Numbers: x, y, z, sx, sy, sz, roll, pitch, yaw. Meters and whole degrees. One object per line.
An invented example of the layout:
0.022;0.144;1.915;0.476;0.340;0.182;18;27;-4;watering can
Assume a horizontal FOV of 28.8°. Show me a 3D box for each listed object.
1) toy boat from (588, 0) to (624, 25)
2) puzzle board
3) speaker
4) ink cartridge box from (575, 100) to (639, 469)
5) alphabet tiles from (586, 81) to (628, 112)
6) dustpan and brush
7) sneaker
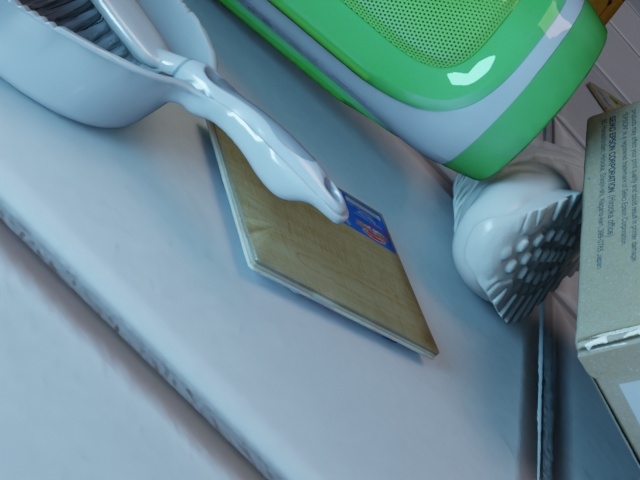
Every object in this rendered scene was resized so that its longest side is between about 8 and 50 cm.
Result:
0.140;-0.293;1.152;0.318;0.148;0.267;45;17;7;toy boat
0.000;0.000;0.585;0.128;0.011;0.096;30;29;-42;puzzle board
0.006;-0.166;0.664;0.296;0.131;0.131;39;24;-6;speaker
0.222;0.062;0.682;0.235;0.088;0.193;57;29;-31;ink cartridge box
0.410;-0.073;1.451;0.198;0.009;0.237;15;41;-55;alphabet tiles
-0.073;-0.075;0.498;0.211;0.060;0.147;51;23;3;dustpan and brush
0.116;-0.018;0.757;0.094;0.090;0.235;37;19;16;sneaker
